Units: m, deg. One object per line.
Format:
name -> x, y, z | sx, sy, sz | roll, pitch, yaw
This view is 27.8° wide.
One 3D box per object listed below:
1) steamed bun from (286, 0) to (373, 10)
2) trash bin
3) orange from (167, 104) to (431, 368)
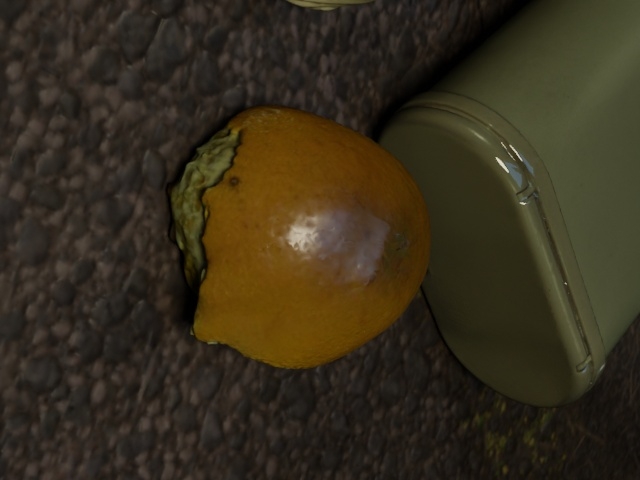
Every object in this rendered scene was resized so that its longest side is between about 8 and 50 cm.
steamed bun -> -0.009, -0.227, 0.626 | 0.239, 0.170, 0.152 | 36, 48, -48
trash bin -> 0.175, -0.050, 0.876 | 0.247, 0.121, 0.243 | -43, 126, -29
orange -> 0.000, 0.000, 0.719 | 0.170, 0.112, 0.160 | -51, 131, -44
